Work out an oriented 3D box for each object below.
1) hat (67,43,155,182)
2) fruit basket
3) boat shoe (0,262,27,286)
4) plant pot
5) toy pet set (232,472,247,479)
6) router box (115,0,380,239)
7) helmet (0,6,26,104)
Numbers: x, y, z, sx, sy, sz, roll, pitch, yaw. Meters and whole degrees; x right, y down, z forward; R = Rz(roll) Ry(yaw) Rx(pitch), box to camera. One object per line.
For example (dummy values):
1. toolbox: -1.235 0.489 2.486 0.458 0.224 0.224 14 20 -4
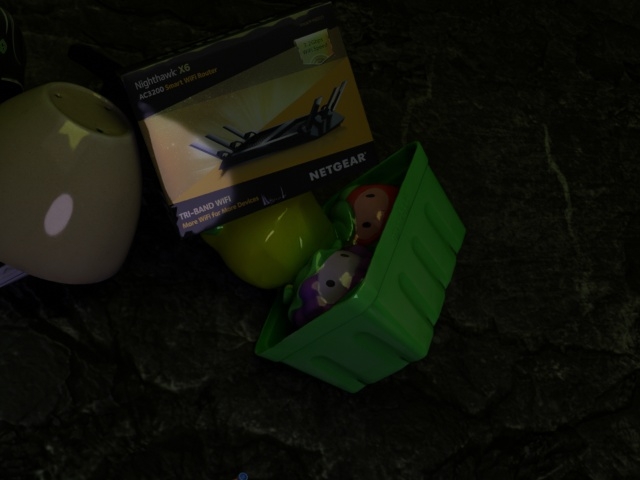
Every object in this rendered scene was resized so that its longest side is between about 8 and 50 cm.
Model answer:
1. hat: -0.265 -0.161 1.785 0.331 0.331 0.134 30 88 -3
2. fruit basket: 0.000 0.000 1.747 0.392 0.283 0.392 24 50 -33
3. boat shoe: -0.436 0.019 1.595 0.083 0.076 0.226 35 45 1
4. plant pot: -0.357 -0.103 1.598 0.284 0.191 0.284 27 25 -14
5. toy pet set: -0.081 0.362 1.513 0.122 0.065 0.114 41 45 8
6. router box: -0.098 -0.171 1.624 0.309 0.081 0.243 -22 108 -10
7. helmet: -0.523 -0.284 1.753 0.169 0.169 0.161 -8 75 -34
